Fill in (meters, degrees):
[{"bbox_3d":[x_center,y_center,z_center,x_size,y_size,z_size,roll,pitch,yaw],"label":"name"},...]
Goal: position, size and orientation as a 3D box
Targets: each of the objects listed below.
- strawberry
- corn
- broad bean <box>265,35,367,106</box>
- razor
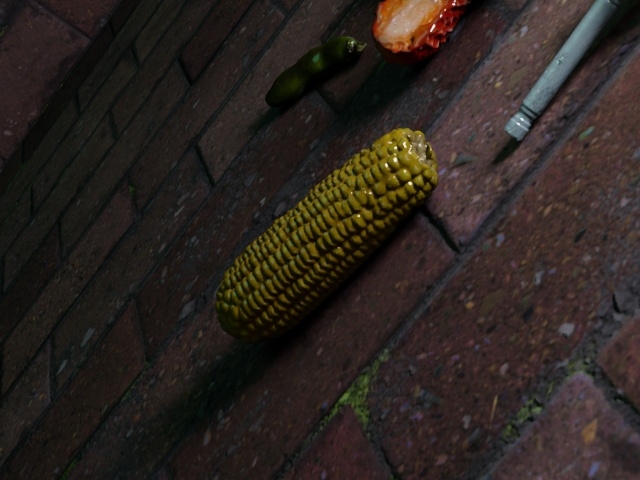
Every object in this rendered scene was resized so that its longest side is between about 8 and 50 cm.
[{"bbox_3d":[0.156,-0.311,1.438,0.188,0.082,0.121,-43,48,7],"label":"strawberry"},{"bbox_3d":[0.000,0.000,1.301,0.363,0.120,0.120,-44,29,21],"label":"corn"},{"bbox_3d":[-0.012,-0.279,1.712,0.254,0.046,0.065,-25,53,46],"label":"broad bean"},{"bbox_3d":[0.274,-0.208,1.133,0.232,0.068,0.106,-55,25,15],"label":"razor"}]
